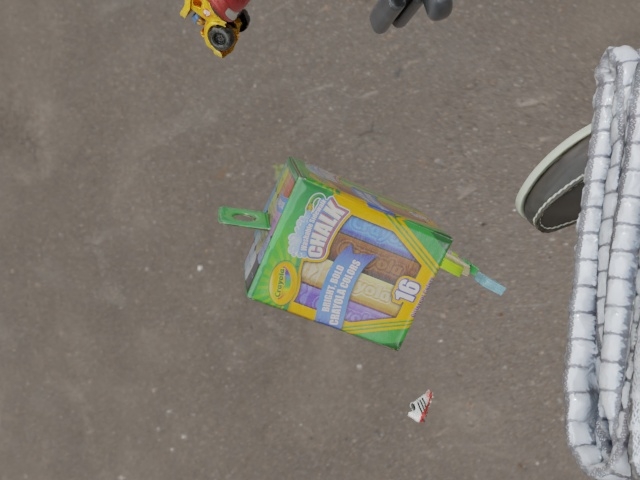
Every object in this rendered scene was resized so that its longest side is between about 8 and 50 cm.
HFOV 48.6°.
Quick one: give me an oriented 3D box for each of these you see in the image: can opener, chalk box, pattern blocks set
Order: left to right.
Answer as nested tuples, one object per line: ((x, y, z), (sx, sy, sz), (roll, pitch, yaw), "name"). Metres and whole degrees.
((0.000, 0.000, 0.726), (0.132, 0.213, 0.132), (-65, 14, 12), "chalk box")
((0.144, -0.373, 1.143), (0.076, 0.283, 0.095), (-19, 93, -6), "can opener")
((0.188, 0.000, 1.330), (0.026, 0.325, 0.285), (-59, 29, 8), "pattern blocks set")

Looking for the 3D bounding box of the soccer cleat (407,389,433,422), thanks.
((0.184, 0.300, 1.301), (0.036, 0.083, 0.029), (20, 125, 11), "soccer cleat")

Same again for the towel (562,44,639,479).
((0.285, 0.022, 0.426), (0.121, 0.235, 0.283), (165, 116, -70), "towel")

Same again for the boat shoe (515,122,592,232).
((0.271, -0.071, 0.592), (0.228, 0.081, 0.068), (-37, 50, 23), "boat shoe")

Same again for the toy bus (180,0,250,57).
((-0.281, -0.597, 1.761), (0.212, 0.149, 0.220), (21, 133, 0), "toy bus")

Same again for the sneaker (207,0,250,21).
((-0.105, -0.400, 1.039), (0.128, 0.221, 0.087), (-37, 110, 19), "sneaker")
